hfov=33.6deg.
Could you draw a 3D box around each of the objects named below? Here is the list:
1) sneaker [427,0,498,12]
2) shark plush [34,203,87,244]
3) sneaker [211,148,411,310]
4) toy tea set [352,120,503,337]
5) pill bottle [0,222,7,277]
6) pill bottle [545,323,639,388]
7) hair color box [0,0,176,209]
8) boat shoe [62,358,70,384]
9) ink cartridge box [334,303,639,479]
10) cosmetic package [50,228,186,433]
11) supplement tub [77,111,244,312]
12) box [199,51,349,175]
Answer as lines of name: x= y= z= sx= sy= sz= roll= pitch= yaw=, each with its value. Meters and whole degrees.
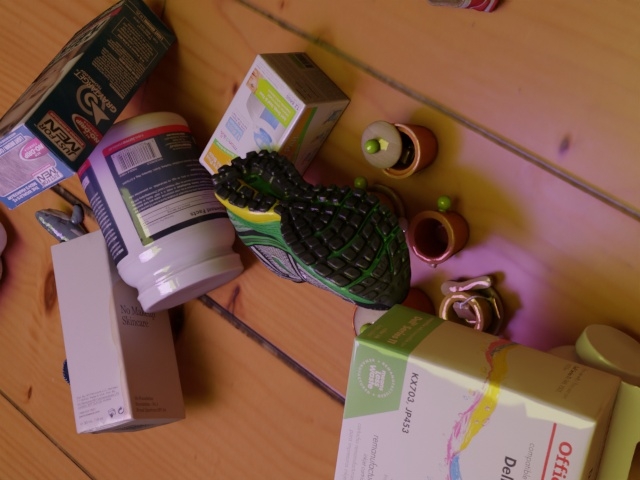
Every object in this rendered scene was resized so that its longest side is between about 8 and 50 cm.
sneaker: x=0.182 y=-0.315 z=1.346 sx=0.118 sy=0.067 sz=0.042 roll=-135 pitch=48 yaw=-59
shark plush: x=-0.452 y=0.012 z=1.902 sx=0.073 sy=0.067 sz=0.161 roll=-29 pitch=81 yaw=39
sneaker: x=0.000 y=0.000 z=1.396 sx=0.343 sy=0.134 sz=0.146 roll=35 pitch=155 yaw=44
toy tea set: x=0.102 y=0.010 z=1.420 sx=0.200 sy=0.124 sz=0.336 roll=-21 pitch=87 yaw=40
pill bottle: x=-0.730 y=0.080 z=2.070 sx=0.176 sy=0.176 sz=0.318 roll=52 pitch=126 yaw=18
pill bottle: x=0.300 y=0.231 z=1.296 sx=0.146 sy=0.146 sz=0.264 roll=39 pitch=122 yaw=26
hair color box: x=-0.375 y=-0.218 z=1.614 sx=0.174 sy=0.347 sz=0.105 roll=-22 pitch=121 yaw=40
boat shoe: x=-0.380 y=0.236 z=1.880 sx=0.258 sy=0.089 sz=0.109 roll=-4 pitch=97 yaw=39
ink cartridge box: x=0.205 y=0.230 z=1.191 sx=0.353 sy=0.119 sz=0.207 roll=17 pitch=114 yaw=24
cosmetic package: x=-0.328 y=0.151 z=1.721 sx=0.113 sy=0.160 sz=0.309 roll=-17 pitch=76 yaw=22
supplement tub: x=-0.249 y=-0.045 z=1.646 sx=0.191 sy=0.191 sz=0.272 roll=-31 pitch=80 yaw=39
box: x=-0.069 y=-0.158 z=1.535 sx=0.114 sy=0.103 sz=0.203 roll=49 pitch=125 yaw=21
